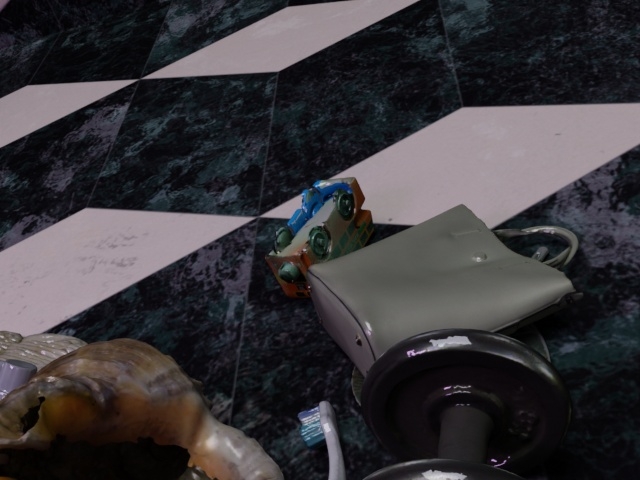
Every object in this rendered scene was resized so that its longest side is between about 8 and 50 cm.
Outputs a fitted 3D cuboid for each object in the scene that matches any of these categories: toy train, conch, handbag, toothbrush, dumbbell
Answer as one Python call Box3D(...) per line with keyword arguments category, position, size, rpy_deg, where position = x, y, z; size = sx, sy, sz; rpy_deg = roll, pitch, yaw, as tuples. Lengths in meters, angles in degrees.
Box3D(category="toy train", position=(0.000, 0.000, 1.156), size=(0.072, 0.099, 0.188), rpy_deg=(-1, 40, 32))
Box3D(category="conch", position=(-0.195, 0.235, 0.839), size=(0.297, 0.210, 0.352), rpy_deg=(17, 14, 17))
Box3D(category="handbag", position=(0.154, 0.035, 1.004), size=(0.315, 0.109, 0.241), rpy_deg=(-26, 33, -12))
Box3D(category="toothbrush", position=(0.013, 0.253, 0.774), size=(0.040, 0.042, 0.418), rpy_deg=(-25, 19, 4))
Box3D(category="dumbbell", position=(0.118, 0.193, 0.740), size=(0.192, 0.192, 0.290), rpy_deg=(-8, 36, 19))

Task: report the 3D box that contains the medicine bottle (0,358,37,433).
Box3D(category="medicine bottle", position=(-0.364, 0.233, 0.939), size=(0.092, 0.221, 0.061), rpy_deg=(17, -1, -10))

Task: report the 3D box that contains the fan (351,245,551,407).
Box3D(category="fan", position=(0.146, 0.116, 0.995), size=(0.223, 0.012, 0.294), rpy_deg=(-10, 35, 20))

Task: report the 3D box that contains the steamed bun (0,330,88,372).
Box3D(category="steamed bun", position=(-0.389, 0.198, 1.062), size=(0.211, 0.144, 0.218), rpy_deg=(5, 12, 16))
